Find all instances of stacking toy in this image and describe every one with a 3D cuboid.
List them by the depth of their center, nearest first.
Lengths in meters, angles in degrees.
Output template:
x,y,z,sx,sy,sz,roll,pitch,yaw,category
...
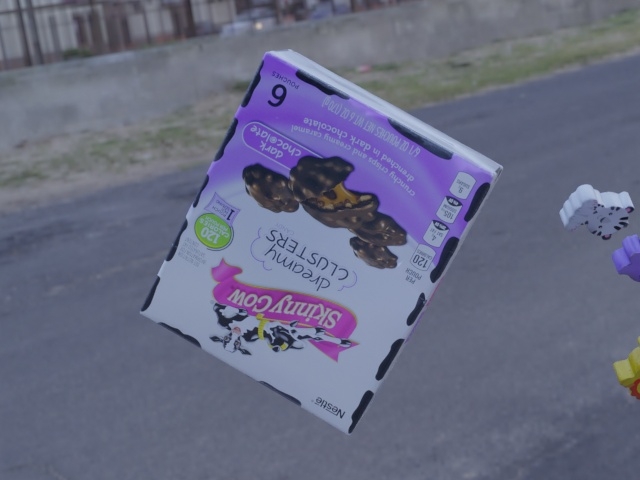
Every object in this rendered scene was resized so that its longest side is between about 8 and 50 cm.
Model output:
x,y,z,sx,sy,sz,roll,pitch,yaw,category
0.257,-0.019,0.843,0.052,0.221,0.167,11,45,-22,stacking toy

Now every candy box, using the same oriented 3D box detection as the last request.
x,y,z,sx,sy,sz,roll,pitch,yaw,category
0.000,0.000,0.800,0.165,0.196,0.070,29,14,7,candy box
